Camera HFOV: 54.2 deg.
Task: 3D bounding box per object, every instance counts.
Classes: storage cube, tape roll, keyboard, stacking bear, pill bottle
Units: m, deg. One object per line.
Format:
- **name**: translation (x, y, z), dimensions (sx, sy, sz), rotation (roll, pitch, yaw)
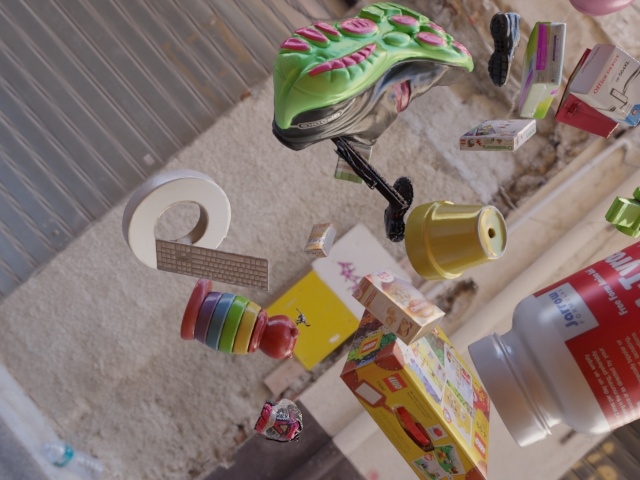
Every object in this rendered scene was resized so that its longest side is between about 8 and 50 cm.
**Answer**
- **storage cube**: translation (0.928, -0.492, 2.091), dimensions (0.193, 0.215, 0.183), rotation (23, -19, 10)
- **tape roll**: translation (-0.509, -0.068, 2.240), dimensions (0.072, 0.392, 0.392), rotation (44, -6, 43)
- **keyboard**: translation (-0.222, 0.049, 1.268), dimensions (0.014, 0.256, 0.072), rotation (-54, 149, -56)
- **stacking bear**: translation (-0.198, 0.222, 1.615), dimensions (0.289, 0.175, 0.164), rotation (16, 27, 1)
- **pill bottle**: translation (0.445, 0.147, 0.941), dimensions (0.229, 0.408, 0.229), rotation (58, 11, -18)
- **keyboard**: translation (0.134, -0.210, 1.831), dimensions (0.317, 0.033, 0.201), rotation (47, 20, 8)

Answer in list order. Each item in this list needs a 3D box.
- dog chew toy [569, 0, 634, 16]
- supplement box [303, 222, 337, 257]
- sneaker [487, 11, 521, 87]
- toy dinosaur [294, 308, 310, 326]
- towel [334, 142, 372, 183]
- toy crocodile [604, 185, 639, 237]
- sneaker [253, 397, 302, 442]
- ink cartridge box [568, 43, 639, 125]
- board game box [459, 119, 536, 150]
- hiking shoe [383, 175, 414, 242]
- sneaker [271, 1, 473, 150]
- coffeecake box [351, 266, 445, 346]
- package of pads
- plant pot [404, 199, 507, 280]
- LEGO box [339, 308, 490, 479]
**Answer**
- **dog chew toy**: translation (0.755, -0.697, 1.674), dimensions (0.206, 0.206, 0.332), rotation (49, 18, 5)
- **supplement box**: translation (0.000, 0.000, 1.726), dimensions (0.062, 0.098, 0.036), rotation (-5, -42, 30)
- **sneaker**: translation (0.676, -0.688, 2.257), dimensions (0.101, 0.106, 0.267), rotation (39, -40, 51)
- **toy dinosaur**: translation (-0.070, 0.301, 2.364), dimensions (0.090, 0.047, 0.082), rotation (36, 15, 12)
- **towel**: translation (0.115, -0.277, 2.217), dimensions (0.113, 0.152, 0.023), rotation (13, 29, 0)
- **toy crocodile**: translation (0.842, -0.050, 1.560), dimensions (0.340, 0.115, 0.105), rotation (10, 28, -30)
- **sneaker**: translation (-0.101, 0.532, 1.800), dimensions (0.112, 0.121, 0.299), rotation (22, -7, 14)
- **ink cartridge box**: translation (0.819, -0.430, 1.734), dimensions (0.203, 0.148, 0.086), rotation (22, 14, -22)
- **board game box**: translation (0.646, -0.383, 2.261), dimensions (0.193, 0.305, 0.053), rotation (6, -66, 31)
- **hiking shoe**: translation (0.254, -0.110, 2.143), dimensions (0.086, 0.227, 0.114), rotation (9, 5, -19)
- **sneaker**: translation (0.087, -0.282, 1.093), dimensions (0.185, 0.483, 0.202), rotation (48, -43, 22)
- **coffeecake box**: translation (0.191, 0.157, 1.527), dimensions (0.185, 0.068, 0.142), rotation (41, 27, 22)
- **package of pads**: translation (0.734, -0.567, 2.087), dimensions (0.101, 0.229, 0.296), rotation (6, -10, 10)
- **plant pot**: translation (0.428, -0.008, 1.922), dimensions (0.239, 0.254, 0.254), rotation (-10, -52, 46)
- **LEGO box**: translation (0.310, 0.455, 1.931), dimensions (0.500, 0.193, 0.372), rotation (53, 28, -14)
